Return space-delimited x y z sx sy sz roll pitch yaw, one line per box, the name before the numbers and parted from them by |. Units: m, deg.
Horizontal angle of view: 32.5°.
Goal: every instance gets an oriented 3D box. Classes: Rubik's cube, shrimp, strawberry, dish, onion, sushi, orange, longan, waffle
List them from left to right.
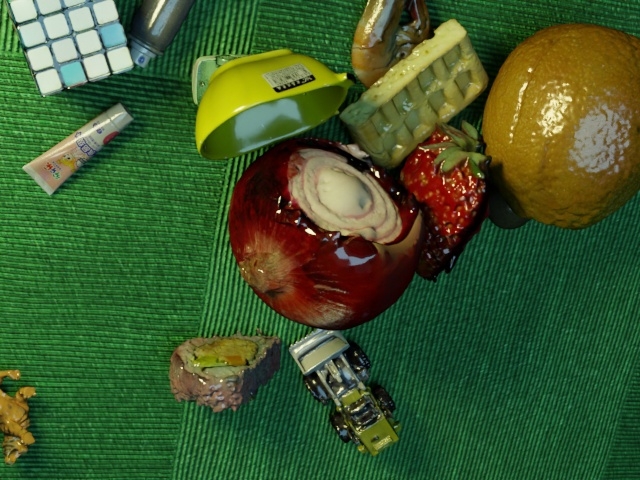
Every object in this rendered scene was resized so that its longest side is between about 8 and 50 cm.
Rubik's cube | -0.389 -0.327 1.689 0.155 0.151 0.154 -20 115 -10
sushi | -0.180 0.230 2.010 0.161 0.241 0.107 15 114 16
dish | -0.089 -0.233 1.750 0.262 0.221 0.108 -20 79 -18
onion | 0.002 -0.006 1.875 0.341 0.341 0.341 -7 113 -17
shrimp | 0.142 -0.393 1.904 0.152 0.063 0.287 7 112 -25
waffle | 0.174 -0.251 1.946 0.274 0.057 0.168 -41 142 -1
strawberry | 0.189 -0.051 1.955 0.137 0.233 0.306 12 123 -19
longan | 0.367 -0.075 2.097 0.113 0.092 0.113 -7 115 -15
orange | 0.449 -0.198 1.944 0.322 0.322 0.357 16 92 -25

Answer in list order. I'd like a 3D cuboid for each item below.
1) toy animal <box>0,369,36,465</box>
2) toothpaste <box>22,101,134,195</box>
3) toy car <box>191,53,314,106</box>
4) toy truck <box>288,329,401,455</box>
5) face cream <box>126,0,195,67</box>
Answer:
toy animal | -0.591 0.274 1.903 0.255 0.114 0.116 39 137 -24
toothpaste | -0.396 -0.157 1.820 0.194 0.043 0.067 -38 120 4
toy car | -0.108 -0.270 1.856 0.224 0.076 0.090 -4 112 -22
toy truck | 0.057 0.294 2.126 0.136 0.111 0.286 -34 116 -2
face cream | -0.228 -0.408 1.757 0.073 0.073 0.283 27 100 -27
